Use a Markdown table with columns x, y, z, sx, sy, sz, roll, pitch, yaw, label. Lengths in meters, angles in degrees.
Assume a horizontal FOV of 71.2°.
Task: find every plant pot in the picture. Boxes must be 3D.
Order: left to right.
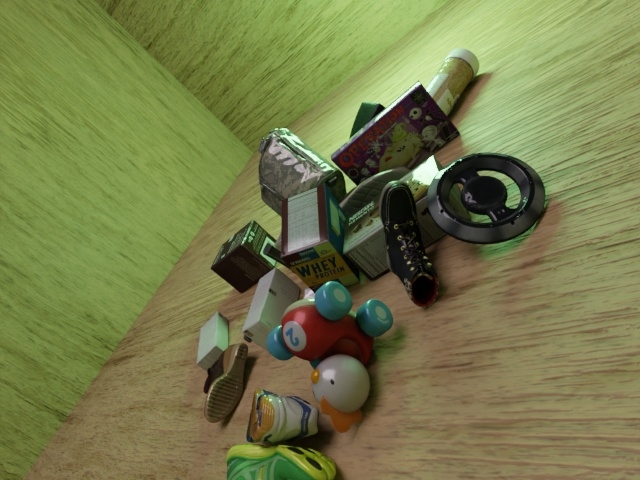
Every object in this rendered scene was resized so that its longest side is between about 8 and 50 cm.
| x | y | z | sx | sy | sz | roll | pitch | yaw | label |
| --- | --- | --- | --- | --- | --- | --- | --- | --- | --- |
| 0.207 | -0.374 | 1.614 | 0.167 | 0.187 | 0.188 | -58 | 21 | 7 | plant pot |

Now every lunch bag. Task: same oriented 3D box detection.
| x | y | z | sx | sy | sz | roll | pitch | yaw | label |
| --- | --- | --- | --- | --- | --- | --- | --- | --- | --- |
| -0.065 | -0.206 | 1.503 | 0.212 | 0.305 | 0.256 | -33 | -30 | -28 | lunch bag |

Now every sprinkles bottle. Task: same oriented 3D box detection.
| x | y | z | sx | sy | sz | roll | pitch | yaw | label |
| --- | --- | --- | --- | --- | --- | --- | --- | --- | --- |
| 0.399 | -0.480 | 1.496 | 0.356 | 0.121 | 0.121 | -55 | 23 | -17 | sprinkles bottle |

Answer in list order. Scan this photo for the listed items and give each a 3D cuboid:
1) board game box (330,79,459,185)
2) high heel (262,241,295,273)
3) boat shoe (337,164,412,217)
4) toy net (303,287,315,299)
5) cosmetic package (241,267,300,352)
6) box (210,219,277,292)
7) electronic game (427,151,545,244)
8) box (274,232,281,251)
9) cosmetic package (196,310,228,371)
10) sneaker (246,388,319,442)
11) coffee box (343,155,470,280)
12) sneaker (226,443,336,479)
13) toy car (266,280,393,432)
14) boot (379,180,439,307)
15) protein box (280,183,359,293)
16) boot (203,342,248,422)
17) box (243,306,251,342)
| x | y | z | sx | sy | sz | roll | pitch | yaw | label |
| --- | --- | --- | --- | --- | --- | --- | --- | --- | --- |
| 0.226 | -0.296 | 1.386 | 0.346 | 0.208 | 0.056 | -38 | 23 | 24 | board game box |
| -0.036 | -0.020 | 1.389 | 0.261 | 0.186 | 0.093 | -53 | 32 | 7 | high heel |
| 0.134 | -0.127 | 1.370 | 0.355 | 0.132 | 0.130 | -33 | 24 | 31 | boat shoe |
| 0.039 | 0.106 | 1.276 | 0.122 | 0.045 | 0.232 | 16 | 65 | 39 | toy net |
| -0.141 | 0.203 | 1.335 | 0.085 | 0.117 | 0.231 | -36 | 25 | 28 | cosmetic package |
| -0.292 | 0.064 | 1.779 | 0.203 | 0.167 | 0.169 | -34 | 25 | 29 | box |
| 0.336 | -0.092 | 0.921 | 0.229 | 0.048 | 0.230 | -9 | 56 | 14 | electronic game |
| -0.056 | -0.059 | 1.635 | 0.094 | 0.113 | 0.275 | -27 | 28 | 44 | box |
| -0.380 | 0.355 | 1.589 | 0.099 | 0.060 | 0.239 | -43 | 22 | 6 | cosmetic package |
| -0.084 | 0.385 | 0.959 | 0.296 | 0.130 | 0.112 | 134 | 144 | -71 | sneaker |
| 0.205 | -0.053 | 1.128 | 0.297 | 0.119 | 0.168 | -36 | 25 | 25 | coffee box |
| -0.079 | 0.454 | 0.843 | 0.295 | 0.109 | 0.124 | -26 | 48 | 43 | sneaker |
| 0.020 | 0.248 | 0.879 | 0.219 | 0.210 | 0.238 | -45 | 32 | 34 | toy car |
| 0.192 | 0.007 | 0.949 | 0.085 | 0.237 | 0.179 | -11 | 28 | -5 | boot |
| 0.000 | 0.000 | 1.209 | 0.135 | 0.200 | 0.201 | -19 | 48 | 19 | protein box |
| -0.297 | 0.431 | 1.318 | 0.207 | 0.090 | 0.249 | -43 | 20 | 45 | boot |
| -0.200 | 0.248 | 1.484 | 0.116 | 0.029 | 0.162 | -41 | 21 | 18 | box |
